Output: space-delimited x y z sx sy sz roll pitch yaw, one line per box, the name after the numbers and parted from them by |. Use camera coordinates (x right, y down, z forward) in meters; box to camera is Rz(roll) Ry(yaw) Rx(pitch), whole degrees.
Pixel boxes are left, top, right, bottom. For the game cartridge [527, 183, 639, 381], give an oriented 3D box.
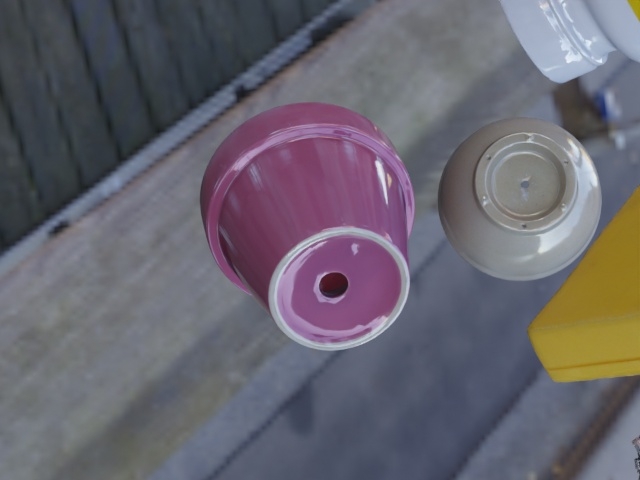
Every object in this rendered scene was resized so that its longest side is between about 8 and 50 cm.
0.302 -0.041 1.057 0.324 0.285 0.053 -47 114 -38 | game cartridge

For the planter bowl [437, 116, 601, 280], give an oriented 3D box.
0.195 -0.047 1.851 0.109 0.162 0.162 79 11 -82 | planter bowl

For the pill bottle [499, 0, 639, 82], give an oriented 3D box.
0.315 -0.260 1.583 0.188 0.334 0.188 47 30 -37 | pill bottle

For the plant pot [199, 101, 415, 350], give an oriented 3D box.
0.000 0.000 1.762 0.201 0.201 0.180 61 5 -33 | plant pot

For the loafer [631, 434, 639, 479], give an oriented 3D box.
0.402 0.293 2.308 0.125 0.039 0.045 59 9 -11 | loafer
